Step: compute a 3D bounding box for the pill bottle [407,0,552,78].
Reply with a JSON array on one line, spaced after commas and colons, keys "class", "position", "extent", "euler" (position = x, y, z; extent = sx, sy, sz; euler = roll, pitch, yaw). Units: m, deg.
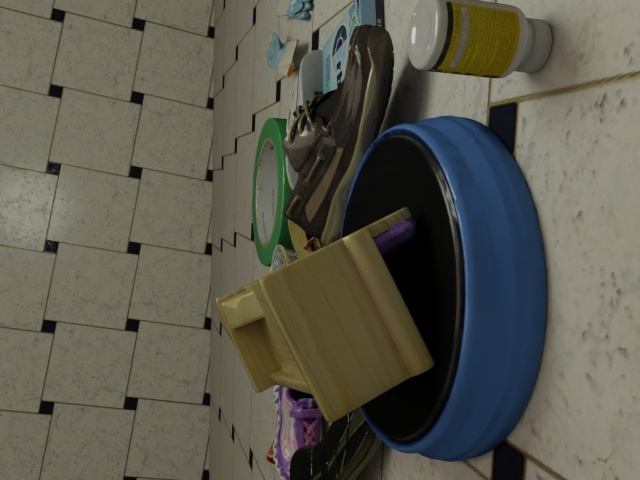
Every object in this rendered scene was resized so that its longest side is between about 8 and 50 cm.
[{"class": "pill bottle", "position": [0.142, -0.179, 0.566], "extent": [0.065, 0.116, 0.065], "euler": [-179, 90, -74]}]

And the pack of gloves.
[{"class": "pack of gloves", "position": [-0.059, -0.472, 1.423], "extent": [0.195, 0.046, 0.232], "euler": [-71, 24, 16]}]

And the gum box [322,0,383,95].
[{"class": "gum box", "position": [0.049, -0.272, 1.013], "extent": [0.184, 0.041, 0.156], "euler": [157, 113, -70]}]

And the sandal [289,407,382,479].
[{"class": "sandal", "position": [0.029, 0.358, 0.984], "extent": [0.302, 0.086, 0.120], "euler": [-53, 31, 39]}]

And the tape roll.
[{"class": "tape roll", "position": [-0.083, -0.103, 1.384], "extent": [0.321, 0.077, 0.321], "euler": [-179, 90, -74]}]

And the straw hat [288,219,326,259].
[{"class": "straw hat", "position": [0.000, 0.000, 1.124], "extent": [0.144, 0.061, 0.144], "euler": [54, 155, 40]}]

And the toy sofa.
[{"class": "toy sofa", "position": [0.003, 0.090, 0.751], "extent": [0.150, 0.177, 0.362], "euler": [65, 161, 1]}]

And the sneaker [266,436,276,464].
[{"class": "sneaker", "position": [-0.071, 0.433, 1.363], "extent": [0.175, 0.064, 0.067], "euler": [116, 170, -45]}]

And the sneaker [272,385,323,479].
[{"class": "sneaker", "position": [-0.032, 0.339, 1.167], "extent": [0.104, 0.095, 0.236], "euler": [121, 148, -46]}]

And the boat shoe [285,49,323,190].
[{"class": "boat shoe", "position": [-0.020, -0.205, 1.152], "extent": [0.088, 0.096, 0.267], "euler": [150, 121, -75]}]

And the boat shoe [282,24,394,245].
[{"class": "boat shoe", "position": [0.010, -0.135, 0.903], "extent": [0.132, 0.130, 0.355], "euler": [-68, -6, -50]}]

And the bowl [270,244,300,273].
[{"class": "bowl", "position": [-0.043, 0.092, 1.224], "extent": [0.170, 0.080, 0.170], "euler": [179, 90, -74]}]

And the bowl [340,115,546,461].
[{"class": "bowl", "position": [0.108, 0.052, 0.736], "extent": [0.391, 0.077, 0.390], "euler": [-178, 90, -74]}]
